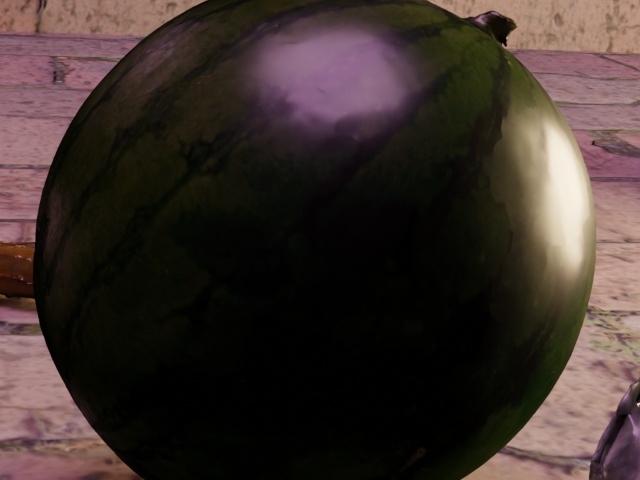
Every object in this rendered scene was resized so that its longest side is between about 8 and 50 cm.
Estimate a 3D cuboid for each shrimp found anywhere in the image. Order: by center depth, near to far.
[{"bbox_3d":[-0.180,0.017,1.127,0.178,0.034,0.124,3,5,21],"label":"shrimp"}]

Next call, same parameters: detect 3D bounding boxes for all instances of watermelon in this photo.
[{"bbox_3d":[-0.003,0.004,0.752,0.242,0.242,0.242,3,13,-1],"label":"watermelon"}]

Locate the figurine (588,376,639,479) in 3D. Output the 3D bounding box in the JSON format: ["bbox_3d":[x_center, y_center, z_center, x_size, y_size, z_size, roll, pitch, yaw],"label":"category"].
[{"bbox_3d":[0.186,0.092,0.615,0.184,0.128,0.208,9,54,23],"label":"figurine"}]
